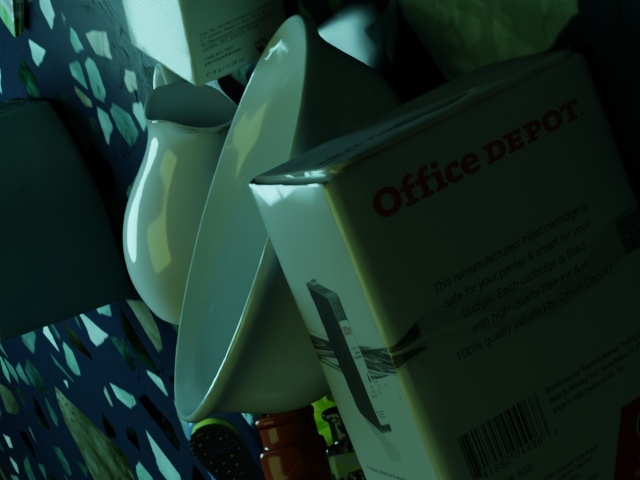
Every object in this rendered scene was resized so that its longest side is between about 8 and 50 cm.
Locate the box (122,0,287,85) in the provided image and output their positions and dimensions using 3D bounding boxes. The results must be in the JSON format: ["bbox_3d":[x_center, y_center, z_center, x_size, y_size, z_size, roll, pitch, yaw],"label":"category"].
[{"bbox_3d":[-0.105,-0.264,1.249,0.113,0.094,0.275,36,144,44],"label":"box"}]

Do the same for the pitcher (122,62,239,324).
[{"bbox_3d":[-0.118,-0.045,1.490,0.178,0.125,0.207,-118,25,-58],"label":"pitcher"}]

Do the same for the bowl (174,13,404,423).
[{"bbox_3d":[0.000,0.000,1.194,0.298,0.134,0.298,-164,90,-78],"label":"bowl"}]

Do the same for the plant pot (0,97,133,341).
[{"bbox_3d":[-0.340,-0.034,1.871,0.166,0.165,0.234,11,117,60],"label":"plant pot"}]

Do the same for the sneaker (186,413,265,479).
[{"bbox_3d":[-0.083,0.242,1.773,0.082,0.069,0.209,-95,-14,-57],"label":"sneaker"}]

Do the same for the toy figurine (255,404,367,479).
[{"bbox_3d":[0.075,0.173,1.199,0.213,0.209,0.148,-21,84,64],"label":"toy figurine"}]

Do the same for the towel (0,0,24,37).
[{"bbox_3d":[-0.343,-0.300,1.769,0.113,0.023,0.152,54,156,23],"label":"towel"}]

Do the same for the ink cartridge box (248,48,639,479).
[{"bbox_3d":[0.103,0.044,1.030,0.114,0.197,0.273,4,118,62],"label":"ink cartridge box"}]

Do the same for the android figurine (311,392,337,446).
[{"bbox_3d":[0.050,0.230,1.434,0.248,0.056,0.273,59,169,9],"label":"android figurine"}]
